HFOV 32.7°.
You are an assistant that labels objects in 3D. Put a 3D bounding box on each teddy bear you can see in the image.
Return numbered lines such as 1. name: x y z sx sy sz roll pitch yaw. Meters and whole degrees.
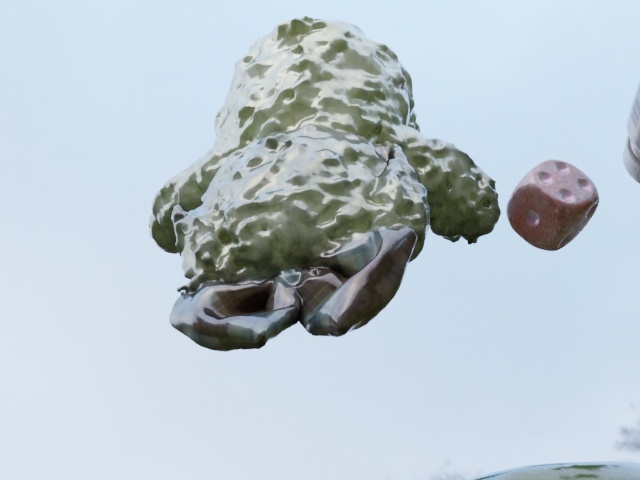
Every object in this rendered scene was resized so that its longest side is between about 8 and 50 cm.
1. teddy bear: 0.000 0.000 0.990 0.327 0.362 0.375 -6 -30 5

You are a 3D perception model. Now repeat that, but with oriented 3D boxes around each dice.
1. dice: 0.315 -0.048 1.484 0.091 0.093 0.094 -30 -26 -35

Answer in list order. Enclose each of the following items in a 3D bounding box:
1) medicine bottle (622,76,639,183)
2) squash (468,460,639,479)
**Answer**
1. medicine bottle: 0.366 -0.139 1.091 0.102 0.103 0.187 -11 -37 -8
2. squash: 0.154 0.173 0.658 0.318 0.071 0.080 1 -64 -33
